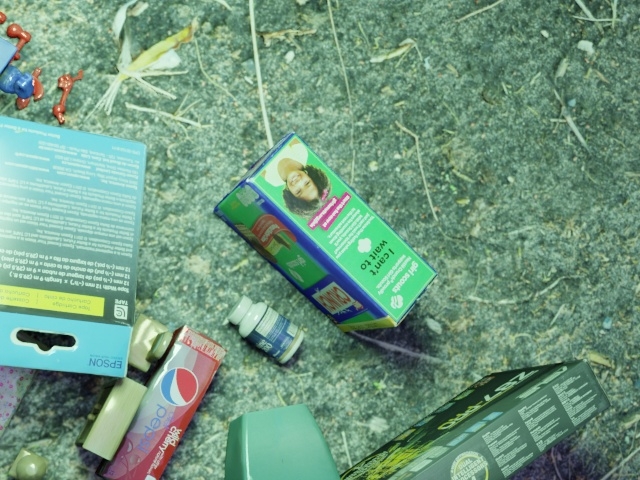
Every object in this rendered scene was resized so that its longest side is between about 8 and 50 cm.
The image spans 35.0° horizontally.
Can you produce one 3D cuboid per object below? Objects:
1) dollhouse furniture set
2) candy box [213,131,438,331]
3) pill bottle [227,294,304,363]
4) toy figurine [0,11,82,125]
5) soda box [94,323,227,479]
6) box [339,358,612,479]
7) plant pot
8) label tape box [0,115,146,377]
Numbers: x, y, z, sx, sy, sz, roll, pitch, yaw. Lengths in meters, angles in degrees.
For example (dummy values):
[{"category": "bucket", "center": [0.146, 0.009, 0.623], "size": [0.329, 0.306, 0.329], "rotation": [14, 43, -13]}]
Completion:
[{"category": "dollhouse furniture set", "center": [-0.440, 0.178, 1.492], "size": [0.355, 0.174, 0.303], "rotation": [30, 71, -12]}, {"category": "candy box", "center": [0.000, 0.000, 1.627], "size": [0.317, 0.268, 0.122], "rotation": [42, 73, -7]}, {"category": "pill bottle", "center": [-0.092, 0.144, 1.675], "size": [0.120, 0.067, 0.067], "rotation": [36, 71, -9]}, {"category": "toy figurine", "center": [-0.533, -0.310, 1.531], "size": [0.362, 0.217, 0.191], "rotation": [34, 71, -10]}, {"category": "soda box", "center": [-0.247, 0.266, 1.584], "size": [0.083, 0.092, 0.263], "rotation": [32, 72, -10]}, {"category": "box", "center": [0.219, 0.333, 1.612], "size": [0.395, 0.318, 0.097], "rotation": [-29, 90, -21]}, {"category": "plant pot", "center": [-0.063, 0.385, 1.595], "size": [0.165, 0.166, 0.234], "rotation": [-6, 74, -20]}, {"category": "label tape box", "center": [-0.392, 0.015, 1.445], "size": [0.249, 0.115, 0.347], "rotation": [10, 75, -29]}]
